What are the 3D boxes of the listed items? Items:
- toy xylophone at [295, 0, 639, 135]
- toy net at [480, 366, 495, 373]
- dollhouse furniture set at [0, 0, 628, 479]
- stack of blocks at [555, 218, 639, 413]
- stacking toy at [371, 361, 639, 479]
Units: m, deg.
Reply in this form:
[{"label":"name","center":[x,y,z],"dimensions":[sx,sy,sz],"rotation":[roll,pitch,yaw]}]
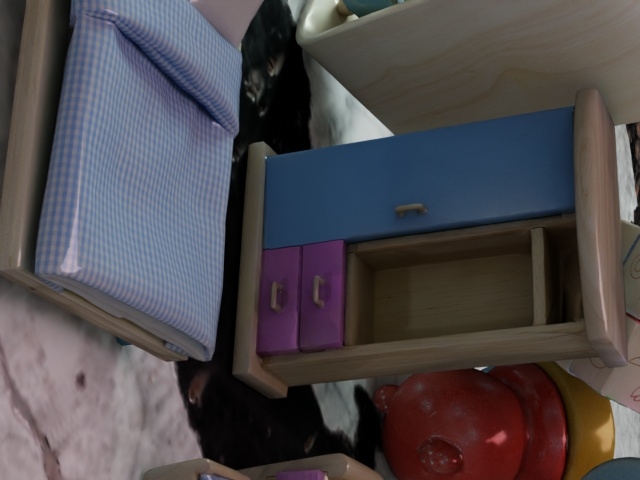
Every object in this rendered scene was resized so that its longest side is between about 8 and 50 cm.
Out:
[{"label":"toy xylophone","center":[0.088,-0.140,0.724],"dimensions":[0.236,0.323,0.081],"rotation":[45,63,-32]},{"label":"toy net","center":[0.149,0.193,0.942],"dimensions":[0.045,0.122,0.232],"rotation":[6,64,-31]},{"label":"dollhouse furniture set","center":[0.000,0.000,0.565],"dimensions":[0.303,0.198,0.286],"rotation":[42,45,-56]},{"label":"stack of blocks","center":[0.166,0.027,0.801],"dimensions":[0.087,0.171,0.297],"rotation":[-63,-164,6]},{"label":"stacking toy","center":[0.132,0.225,0.789],"dimensions":[0.130,0.309,0.279],"rotation":[6,101,-30]}]
